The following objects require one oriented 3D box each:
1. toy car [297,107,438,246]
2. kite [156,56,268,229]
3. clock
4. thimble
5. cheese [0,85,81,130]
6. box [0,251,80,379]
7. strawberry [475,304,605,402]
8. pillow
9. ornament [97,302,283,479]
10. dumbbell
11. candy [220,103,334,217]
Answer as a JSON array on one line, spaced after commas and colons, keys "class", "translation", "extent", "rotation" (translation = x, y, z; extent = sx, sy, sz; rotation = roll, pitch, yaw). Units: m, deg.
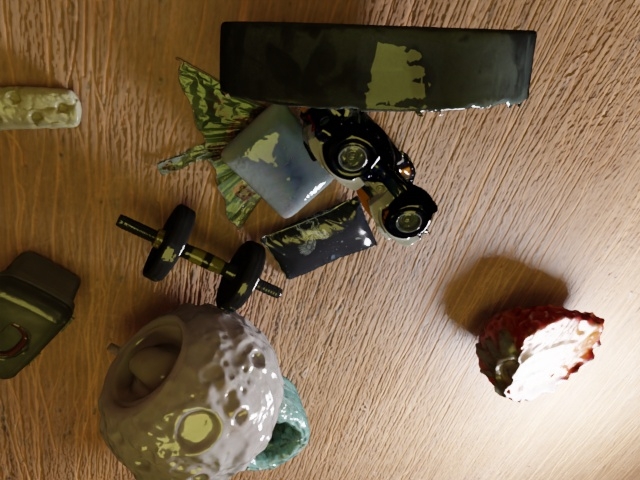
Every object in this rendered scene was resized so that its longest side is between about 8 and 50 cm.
[{"class": "toy car", "translation": [0.076, -0.131, 0.719], "extent": [0.118, 0.193, 0.301], "rotation": [-35, 122, 27]}, {"class": "kite", "translation": [-0.153, -0.159, 0.750], "extent": [0.267, 0.013, 0.323], "rotation": [-14, 122, -4]}, {"class": "clock", "translation": [0.063, -0.229, 0.538], "extent": [0.386, 0.386, 0.077], "rotation": [-4, 117, -10]}, {"class": "thimble", "translation": [-0.131, 0.426, 1.028], "extent": [0.198, 0.143, 0.235], "rotation": [-1, 124, -22]}, {"class": "cheese", "translation": [-0.464, -0.198, 0.642], "extent": [0.193, 0.043, 0.065], "rotation": [-3, 123, -9]}, {"class": "box", "translation": [-0.552, 0.136, 0.778], "extent": [0.210, 0.129, 0.148], "rotation": [-42, 120, 13]}, {"class": "strawberry", "translation": [0.546, 0.254, 1.085], "extent": [0.336, 0.149, 0.265], "rotation": [-12, 117, -17]}, {"class": "pillow", "translation": [0.000, 0.000, 0.858], "extent": [0.208, 0.055, 0.141], "rotation": [-24, 131, 4]}, {"class": "ornament", "translation": [-0.232, 0.295, 0.826], "extent": [0.336, 0.337, 0.337], "rotation": [-5, 122, -9]}, {"class": "dumbbell", "translation": [-0.208, 0.036, 0.780], "extent": [0.325, 0.143, 0.143], "rotation": [29, 111, -26]}, {"class": "candy", "translation": [-0.066, -0.133, 0.737], "extent": [0.138, 0.071, 0.174], "rotation": [-41, 124, 6]}]
